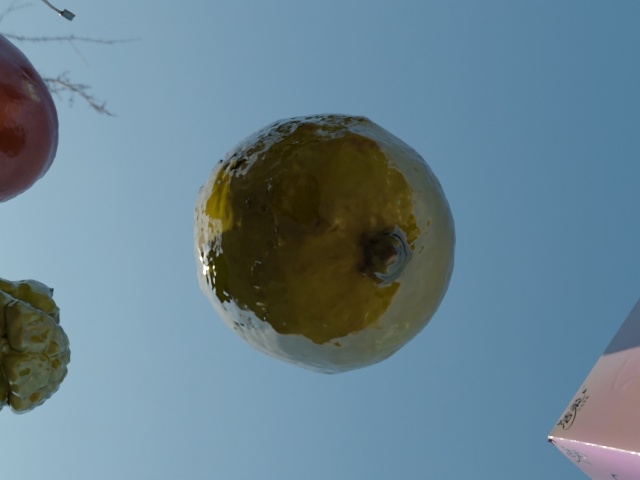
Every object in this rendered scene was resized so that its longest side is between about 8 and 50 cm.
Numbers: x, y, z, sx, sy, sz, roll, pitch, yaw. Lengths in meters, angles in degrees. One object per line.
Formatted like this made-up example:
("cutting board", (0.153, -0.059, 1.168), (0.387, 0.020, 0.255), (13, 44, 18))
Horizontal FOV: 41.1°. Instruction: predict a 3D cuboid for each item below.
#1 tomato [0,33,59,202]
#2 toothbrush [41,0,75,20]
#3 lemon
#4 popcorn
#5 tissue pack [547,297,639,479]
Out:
("tomato", (-0.428, -0.160, 1.001), (0.260, 0.260, 0.180), (49, -66, 22))
("toothbrush", (-0.449, -0.387, 1.312), (0.017, 0.162, 0.014), (-28, -135, 36))
("lemon", (-0.001, 0.000, 0.836), (0.260, 0.260, 0.284), (-55, -136, 4))
("popcorn", (-0.349, 0.106, 0.906), (0.142, 0.173, 0.173), (-36, -112, -2))
("tissue pack", (0.283, 0.067, 0.573), (0.092, 0.148, 0.246), (41, -105, -5))
